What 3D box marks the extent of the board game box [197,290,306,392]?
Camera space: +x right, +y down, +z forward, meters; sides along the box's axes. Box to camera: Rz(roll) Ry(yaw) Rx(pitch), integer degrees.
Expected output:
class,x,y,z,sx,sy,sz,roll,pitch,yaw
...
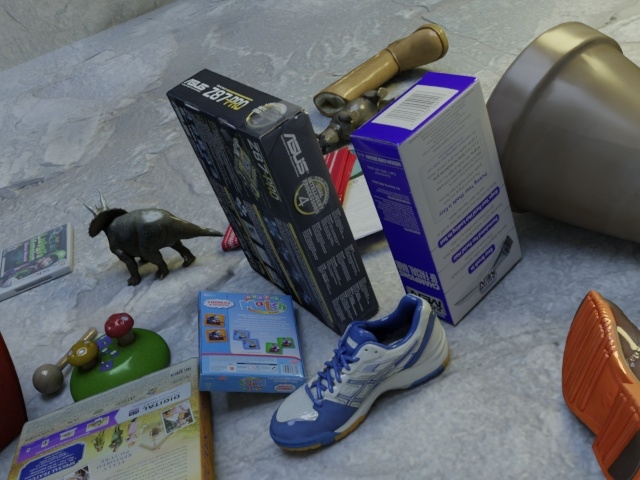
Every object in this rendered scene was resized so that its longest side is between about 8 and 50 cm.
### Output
class,x,y,z,sx,sy,sz,roll,pitch,yaw
board game box,-0.116,0.159,1.362,0.160,0.039,0.211,4,33,-11

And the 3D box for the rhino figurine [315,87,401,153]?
class,x,y,z,sx,sy,sz,roll,pitch,yaw
rhino figurine,0.065,-0.258,1.869,0.243,0.073,0.106,-38,18,-22

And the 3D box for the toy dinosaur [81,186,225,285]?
class,x,y,z,sx,sy,sz,roll,pitch,yaw
toy dinosaur,-0.343,-0.006,1.667,0.313,0.160,0.121,2,40,32

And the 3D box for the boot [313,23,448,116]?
class,x,y,z,sx,sy,sz,roll,pitch,yaw
boot,0.143,-0.389,1.981,0.269,0.089,0.236,-37,12,-24

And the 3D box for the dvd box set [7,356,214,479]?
class,x,y,z,sx,sy,sz,roll,pitch,yaw
dvd box set,-0.297,0.341,1.186,0.307,0.062,0.420,-22,24,-1

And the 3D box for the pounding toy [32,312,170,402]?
class,x,y,z,sx,sy,sz,roll,pitch,yaw
pounding toy,-0.384,0.189,1.461,0.237,0.110,0.183,3,41,32

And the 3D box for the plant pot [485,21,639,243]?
class,x,y,z,sx,sy,sz,roll,pitch,yaw
plant pot,0.443,-0.141,1.329,0.323,0.323,0.280,-36,52,-21

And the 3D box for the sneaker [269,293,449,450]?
class,x,y,z,sx,sy,sz,roll,pitch,yaw
sneaker,0.042,0.180,1.221,0.296,0.131,0.112,-32,37,-13

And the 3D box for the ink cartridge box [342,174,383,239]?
class,x,y,z,sx,sy,sz,roll,pitch,yaw
ink cartridge box,0.128,-0.070,1.598,0.206,0.045,0.208,-21,32,2

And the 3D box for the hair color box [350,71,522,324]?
class,x,y,z,sx,sy,sz,roll,pitch,yaw
hair color box,0.185,-0.061,1.289,0.185,0.339,0.110,-40,36,-26

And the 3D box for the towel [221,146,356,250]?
class,x,y,z,sx,sy,sz,roll,pitch,yaw
towel,-0.062,-0.081,1.692,0.275,0.031,0.199,-19,33,27

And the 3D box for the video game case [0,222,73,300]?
class,x,y,z,sx,sy,sz,roll,pitch,yaw
video game case,-0.632,0.044,1.881,0.173,0.022,0.190,-22,33,-2

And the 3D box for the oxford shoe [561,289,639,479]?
class,x,y,z,sx,sy,sz,roll,pitch,yaw
oxford shoe,0.396,0.189,1.057,0.133,0.130,0.363,14,29,-5

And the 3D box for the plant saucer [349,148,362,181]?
class,x,y,z,sx,sy,sz,roll,pitch,yaw
plant saucer,0.049,-0.150,1.776,0.119,0.021,0.119,-15,34,10

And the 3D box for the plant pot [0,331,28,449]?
class,x,y,z,sx,sy,sz,roll,pitch,yaw
plant pot,-0.644,0.258,1.396,0.267,0.236,0.267,14,48,43

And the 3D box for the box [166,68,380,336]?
class,x,y,z,sx,sy,sz,roll,pitch,yaw
box,-0.079,-0.066,1.392,0.097,0.395,0.318,-34,35,-17
